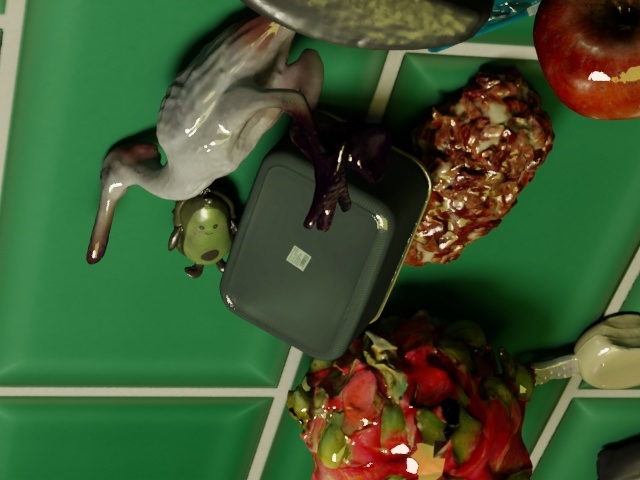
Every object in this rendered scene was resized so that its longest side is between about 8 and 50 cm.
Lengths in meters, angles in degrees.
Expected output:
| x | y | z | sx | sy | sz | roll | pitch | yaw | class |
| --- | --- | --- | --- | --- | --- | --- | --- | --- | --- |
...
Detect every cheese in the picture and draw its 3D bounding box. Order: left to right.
| x | y | z | sx | sy | sz | roll | pitch | yaw | class |
| --- | --- | --- | --- | --- | --- | --- | --- | --- | --- |
| 0.300 | 0.124 | 1.897 | 0.171 | 0.047 | 0.092 | -1 | 137 | -12 | cheese |

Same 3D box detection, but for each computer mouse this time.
| x | y | z | sx | sy | sz | roll | pitch | yaw | class |
| --- | --- | --- | --- | --- | --- | --- | --- | --- | --- |
| 0.007 | -0.209 | 1.372 | 0.270 | 0.137 | 0.086 | 13 | 129 | -25 | computer mouse |

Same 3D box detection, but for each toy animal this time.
| x | y | z | sx | sy | sz | roll | pitch | yaw | class |
| --- | --- | --- | --- | --- | --- | --- | --- | --- | --- |
| -0.092 | -0.093 | 1.496 | 0.324 | 0.195 | 0.090 | -7 | 171 | 35 | toy animal |

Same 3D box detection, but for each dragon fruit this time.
| x | y | z | sx | sy | sz | roll | pitch | yaw | class |
| --- | --- | --- | --- | --- | --- | --- | --- | --- | --- |
| 0.102 | 0.198 | 1.802 | 0.231 | 0.237 | 0.303 | -12 | 156 | 32 | dragon fruit |

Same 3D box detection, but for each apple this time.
| x | y | z | sx | sy | sz | roll | pitch | yaw | class |
| --- | --- | --- | --- | --- | --- | --- | --- | --- | --- |
| 0.254 | -0.174 | 1.462 | 0.147 | 0.156 | 0.158 | -10 | 168 | 19 | apple |

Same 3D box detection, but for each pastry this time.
| x | y | z | sx | sy | sz | roll | pitch | yaw | class |
| --- | --- | --- | --- | --- | --- | --- | --- | --- | --- |
| 0.128 | -0.060 | 1.610 | 0.115 | 0.097 | 0.208 | 15 | 132 | -42 | pastry |

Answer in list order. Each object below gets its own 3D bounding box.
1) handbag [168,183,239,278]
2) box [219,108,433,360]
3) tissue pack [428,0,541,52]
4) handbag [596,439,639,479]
| x | y | z | sx | sy | sz | roll | pitch | yaw | class |
| --- | --- | --- | --- | --- | --- | --- | --- | --- | --- |
| -0.108 | -0.016 | 1.634 | 0.072 | 0.047 | 0.111 | -8 | 142 | -6 | handbag |
| 0.000 | 0.000 | 1.583 | 0.144 | 0.090 | 0.201 | 29 | 126 | 9 | box |
| 0.143 | -0.206 | 1.496 | 0.138 | 0.028 | 0.085 | -18 | 140 | 12 | tissue pack |
| 0.466 | 0.308 | 2.128 | 0.244 | 0.088 | 0.275 | -21 | 138 | 4 | handbag |
